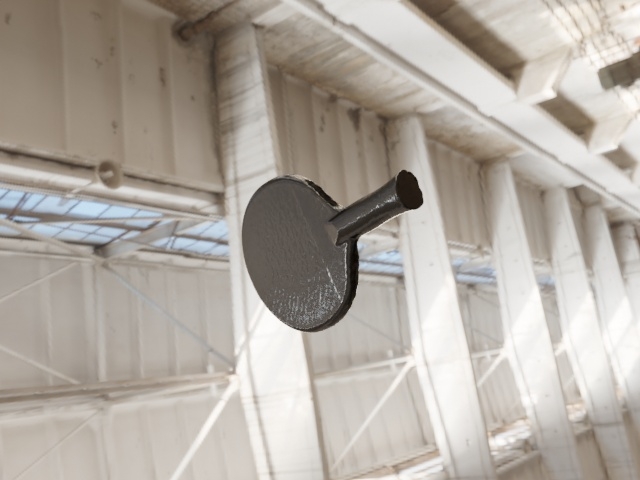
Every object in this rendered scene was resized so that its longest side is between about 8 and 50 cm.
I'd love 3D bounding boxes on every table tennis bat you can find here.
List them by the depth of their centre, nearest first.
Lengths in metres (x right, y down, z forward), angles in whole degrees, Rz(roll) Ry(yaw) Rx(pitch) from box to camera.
[{"bbox_3d":[0.000,0.000,0.618,0.027,0.236,0.150,-17,-99,-43],"label":"table tennis bat"}]
